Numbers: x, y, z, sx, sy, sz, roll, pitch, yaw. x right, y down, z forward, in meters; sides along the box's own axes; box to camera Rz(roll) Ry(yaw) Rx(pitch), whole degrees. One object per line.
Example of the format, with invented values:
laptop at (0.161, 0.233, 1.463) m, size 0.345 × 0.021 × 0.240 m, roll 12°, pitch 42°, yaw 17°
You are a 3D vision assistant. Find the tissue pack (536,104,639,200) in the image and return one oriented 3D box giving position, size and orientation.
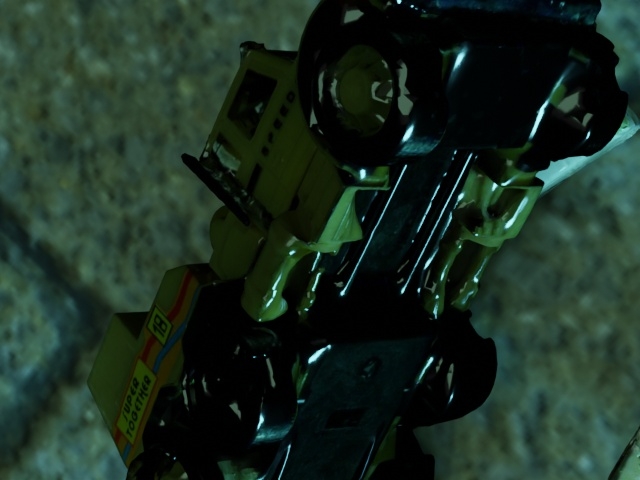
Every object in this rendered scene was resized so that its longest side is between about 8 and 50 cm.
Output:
tissue pack at (0.079, -0.061, 0.728) m, size 0.062 × 0.042 × 0.083 m, roll -34°, pitch 81°, yaw 18°

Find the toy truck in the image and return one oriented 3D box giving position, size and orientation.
toy truck at (0.003, 0.001, 0.697) m, size 0.127 × 0.127 × 0.257 m, roll 51°, pitch 128°, yaw 35°

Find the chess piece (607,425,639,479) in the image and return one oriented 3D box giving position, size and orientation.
chess piece at (0.194, 0.113, 0.686) m, size 0.172 × 0.060 × 0.060 m, roll 31°, pitch 102°, yaw 14°
